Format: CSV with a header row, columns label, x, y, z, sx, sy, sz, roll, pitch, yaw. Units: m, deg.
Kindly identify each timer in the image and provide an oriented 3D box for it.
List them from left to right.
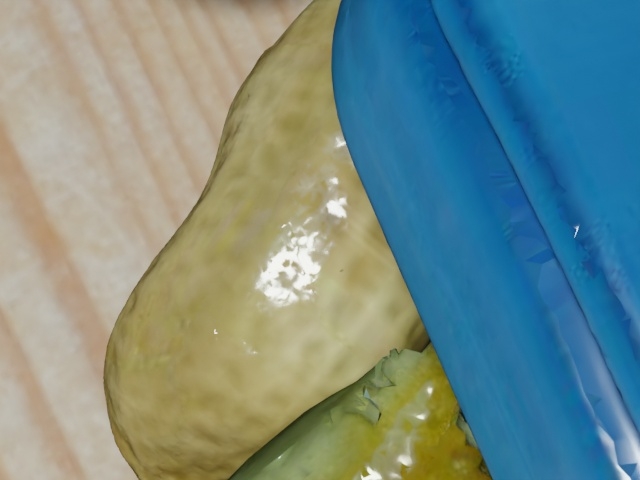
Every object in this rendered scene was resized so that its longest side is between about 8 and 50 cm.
label,x,y,z,sx,sy,sz,roll,pitch,yaw
timer,0.180,-0.014,0.550,0.309,0.115,0.340,-12,67,-26

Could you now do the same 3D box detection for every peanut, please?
label,x,y,z,sx,sy,sz,roll,pitch,yaw
peanut,0.000,0.000,0.654,0.122,0.137,0.253,34,80,-21

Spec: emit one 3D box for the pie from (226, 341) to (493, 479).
label,x,y,z,sx,sy,sz,roll,pitch,yaw
pie,0.115,0.195,0.571,0.371,0.078,0.296,15,84,-5
